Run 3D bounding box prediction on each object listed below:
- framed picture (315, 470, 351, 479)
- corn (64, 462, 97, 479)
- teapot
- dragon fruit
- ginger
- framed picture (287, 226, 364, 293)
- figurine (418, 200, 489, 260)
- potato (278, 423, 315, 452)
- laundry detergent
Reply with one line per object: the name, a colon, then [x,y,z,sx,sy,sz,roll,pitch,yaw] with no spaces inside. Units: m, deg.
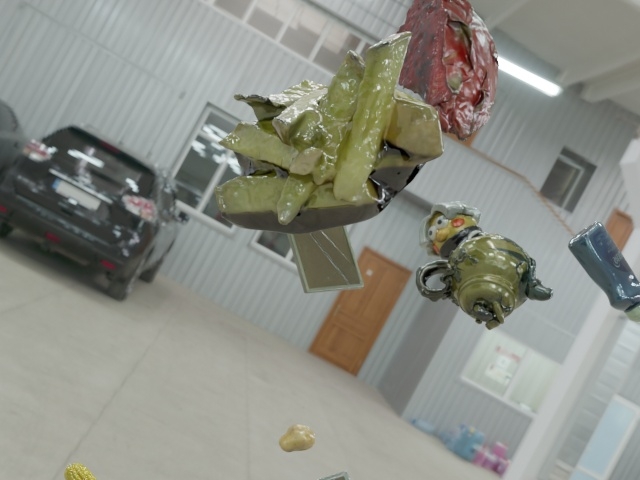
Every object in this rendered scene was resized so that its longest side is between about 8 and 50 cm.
framed picture: [0.016,0.746,2.057,0.217,0.017,0.274,-13,32,-10]
corn: [-0.636,0.698,2.138,0.206,0.067,0.067,43,2,13]
teapot: [0.315,0.089,1.508,0.269,0.183,0.173,-1,-50,18]
dragon fruit: [0.323,-0.371,1.651,0.286,0.228,0.329,23,30,-19]
ginger: [-0.014,-0.207,1.297,0.413,0.359,0.211,-16,-39,15]
framed picture: [0.000,0.000,2.313,0.240,0.324,0.020,-3,-20,-43]
figurine: [0.323,0.023,1.758,0.133,0.176,0.236,8,41,-43]
potato: [-0.054,0.454,1.758,0.068,0.083,0.062,56,1,-16]
laundry detergent: [0.783,0.094,2.047,0.290,0.094,0.143,54,37,3]
